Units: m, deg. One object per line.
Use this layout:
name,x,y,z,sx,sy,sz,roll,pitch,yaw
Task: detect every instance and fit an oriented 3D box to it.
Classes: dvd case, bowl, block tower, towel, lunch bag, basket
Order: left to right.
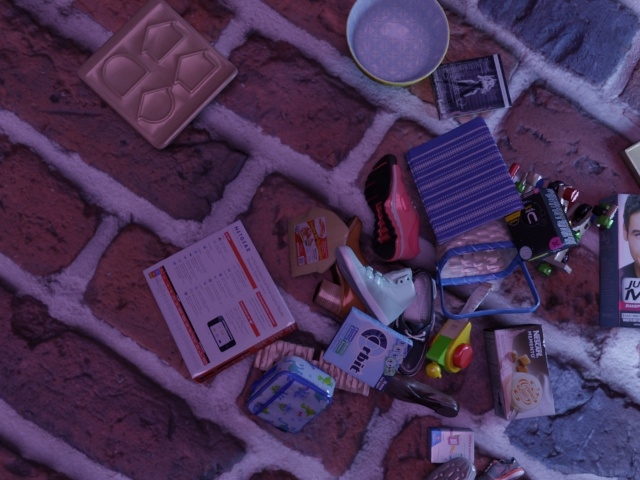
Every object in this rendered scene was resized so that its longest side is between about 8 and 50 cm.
lunch bag,-0.083,0.406,1.754,0.176,0.090,0.219,35,126,-14
block tower,-0.011,0.341,1.825,0.335,0.091,0.097,12,85,-2
bowl,0.205,-0.560,1.889,0.289,0.156,0.289,0,84,-4
towel,0.381,-0.167,1.807,0.243,0.040,0.336,-25,54,17
dvd case,0.440,-0.453,1.963,0.221,0.018,0.164,-11,84,-4
basket,0.437,0.072,1.806,0.254,0.201,0.289,-3,55,-4

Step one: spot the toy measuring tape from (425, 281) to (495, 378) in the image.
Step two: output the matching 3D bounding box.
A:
toy measuring tape,0.398,0.263,1.864,0.121,0.121,0.330,42,66,1

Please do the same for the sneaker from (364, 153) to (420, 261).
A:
sneaker,0.214,-0.088,1.887,0.136,0.116,0.314,7,72,-37

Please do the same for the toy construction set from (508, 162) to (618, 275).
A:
toy construction set,0.618,-0.043,1.854,0.309,0.257,0.237,31,96,20

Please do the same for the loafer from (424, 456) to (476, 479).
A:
loafer,0.312,0.723,1.798,0.319,0.112,0.111,-50,129,3

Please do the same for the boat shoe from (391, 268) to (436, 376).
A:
boat shoe,0.257,0.228,1.850,0.114,0.091,0.302,4,84,-3

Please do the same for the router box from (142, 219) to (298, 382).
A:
router box,-0.268,0.160,1.783,0.301,0.082,0.335,-28,70,-6

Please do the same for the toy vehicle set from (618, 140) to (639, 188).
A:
toy vehicle set,1.041,-0.255,1.971,0.267,0.035,0.166,-28,87,-6

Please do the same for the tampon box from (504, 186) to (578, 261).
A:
tampon box,0.564,-0.040,1.721,0.101,0.120,0.161,-2,69,-46

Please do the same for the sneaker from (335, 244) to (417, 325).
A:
sneaker,0.153,0.088,1.769,0.151,0.094,0.256,-37,105,-9

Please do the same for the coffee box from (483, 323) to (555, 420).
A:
coffee box,0.550,0.361,1.852,0.141,0.098,0.246,-6,85,-4

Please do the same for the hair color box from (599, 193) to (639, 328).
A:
hair color box,0.908,0.062,1.895,0.185,0.113,0.374,2,84,-3

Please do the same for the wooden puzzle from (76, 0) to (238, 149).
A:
wooden puzzle,-0.456,-0.470,1.885,0.348,0.080,0.322,42,83,6

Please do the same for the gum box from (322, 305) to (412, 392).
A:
gum box,0.123,0.286,1.748,0.184,0.041,0.157,30,104,0

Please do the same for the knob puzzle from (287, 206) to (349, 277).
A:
knob puzzle,0.000,0.000,1.831,0.213,0.030,0.213,-10,72,33

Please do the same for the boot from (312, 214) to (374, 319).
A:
boot,0.124,0.091,1.853,0.220,0.109,0.283,22,73,-9

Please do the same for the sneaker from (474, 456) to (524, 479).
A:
sneaker,0.481,0.646,1.853,0.158,0.061,0.065,-16,59,-6

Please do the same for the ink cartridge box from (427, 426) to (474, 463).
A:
ink cartridge box,0.361,0.566,1.845,0.122,0.052,0.088,2,85,-5

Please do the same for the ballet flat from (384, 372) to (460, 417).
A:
ballet flat,0.273,0.418,1.852,0.250,0.084,0.058,22,47,0
